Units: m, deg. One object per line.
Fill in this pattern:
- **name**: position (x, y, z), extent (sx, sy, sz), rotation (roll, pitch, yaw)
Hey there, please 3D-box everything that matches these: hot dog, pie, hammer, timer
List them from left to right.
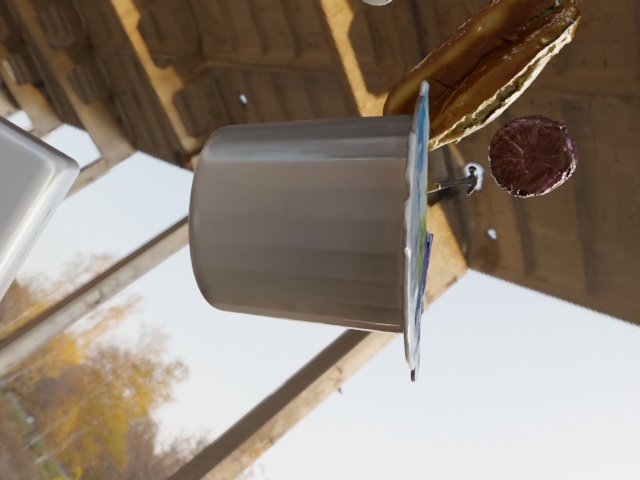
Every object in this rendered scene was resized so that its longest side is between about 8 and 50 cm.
- **timer**: position (-0.370, -0.043, 0.733), extent (0.192, 0.195, 0.194), rotation (32, -2, -14)
- **hammer**: position (0.266, -0.123, 1.757), extent (0.078, 0.200, 0.021), rotation (68, 16, -47)
- **hot dog**: position (0.198, -0.210, 0.926), extent (0.115, 0.269, 0.072), rotation (60, 23, 15)
- **pie**: position (0.365, -0.148, 1.318), extent (0.153, 0.038, 0.154), rotation (2, -85, 25)

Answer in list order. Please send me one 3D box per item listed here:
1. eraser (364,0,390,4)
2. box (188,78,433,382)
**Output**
- **eraser**: position (0.129, -0.659, 1.433), extent (0.150, 0.331, 0.331), rotation (-92, 169, -49)
- **box**: position (0.000, 0.000, 0.736), extent (0.206, 0.262, 0.291), rotation (4, -58, 11)
